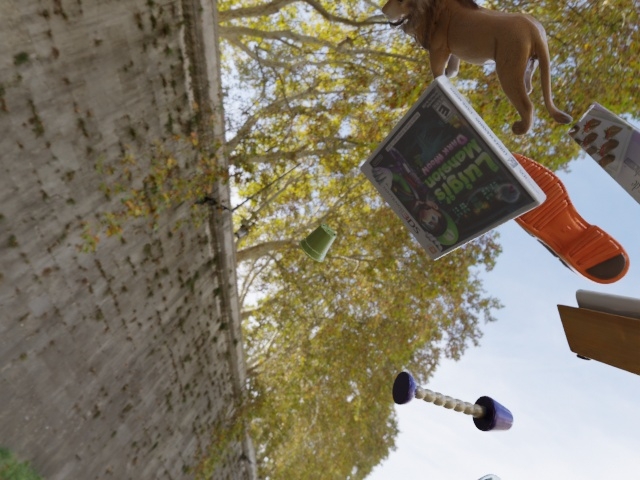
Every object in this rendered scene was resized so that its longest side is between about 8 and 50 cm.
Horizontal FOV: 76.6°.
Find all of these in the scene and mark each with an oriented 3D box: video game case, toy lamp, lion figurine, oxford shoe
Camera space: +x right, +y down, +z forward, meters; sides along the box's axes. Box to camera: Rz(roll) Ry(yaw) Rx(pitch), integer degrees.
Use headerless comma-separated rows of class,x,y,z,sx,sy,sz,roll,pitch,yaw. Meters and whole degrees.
video game case,0.147,-0.075,0.507,0.173,0.022,0.190,52,-30,4
toy lamp,0.296,0.359,0.885,0.274,0.080,0.080,20,-38,-13
lion figurine,0.294,-0.369,0.748,0.392,0.142,0.240,34,-23,33
oxford shoe,0.522,-0.047,0.938,0.130,0.132,0.364,-37,-107,10

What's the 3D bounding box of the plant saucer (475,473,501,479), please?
plant saucer,0.076,0.241,0.240,0.037,0.195,0.195,-4,-60,37

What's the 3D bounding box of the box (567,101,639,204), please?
box,0.434,-0.103,0.546,0.067,0.324,0.063,25,-56,-6

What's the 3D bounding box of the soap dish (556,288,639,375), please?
soap dish,0.573,0.167,0.640,0.290,0.118,0.229,12,-2,-17

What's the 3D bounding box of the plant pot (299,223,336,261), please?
plant pot,0.000,0.000,1.068,0.083,0.083,0.079,43,-69,4
